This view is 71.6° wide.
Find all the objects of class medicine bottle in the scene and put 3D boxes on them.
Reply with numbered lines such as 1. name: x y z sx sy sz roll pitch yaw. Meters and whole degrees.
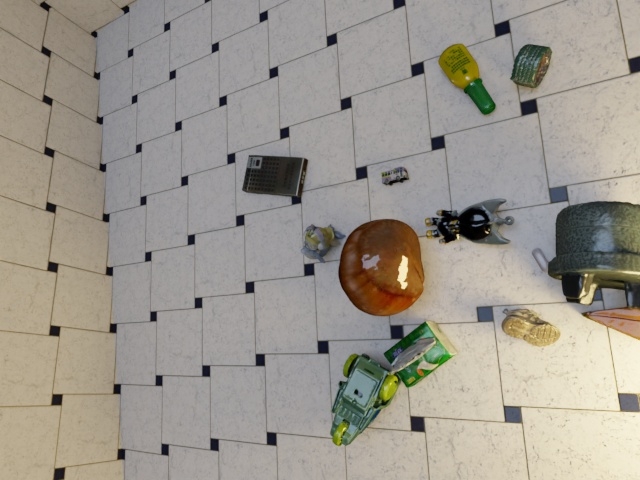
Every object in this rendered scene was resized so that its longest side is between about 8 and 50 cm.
1. medicine bottle: 0.551 -0.599 1.651 0.111 0.076 0.309 -34 67 24

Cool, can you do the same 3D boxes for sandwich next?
1. sandwich: 0.898 0.202 1.308 0.187 0.117 0.144 26 93 32

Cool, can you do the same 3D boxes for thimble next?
1. thimble: 0.726 -0.601 1.528 0.090 0.118 0.135 29 113 35

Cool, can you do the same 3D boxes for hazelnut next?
1. hazelnut: 0.212 0.097 1.625 0.372 0.315 0.373 -39 43 49

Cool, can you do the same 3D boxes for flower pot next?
1. flower pot: 0.834 0.057 1.288 0.298 0.299 0.283 3 75 30

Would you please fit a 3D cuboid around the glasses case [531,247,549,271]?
1. glasses case: 0.735 0.065 1.475 0.032 0.021 0.083 -31 68 20

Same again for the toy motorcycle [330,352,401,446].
1. toy motorcycle: 0.153 0.600 1.644 0.191 0.200 0.327 24 84 31

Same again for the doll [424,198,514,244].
1. doll: 0.522 -0.052 1.571 0.316 0.103 0.146 -5 69 37

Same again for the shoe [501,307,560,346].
1. shoe: 0.677 0.276 1.442 0.179 0.092 0.089 15 117 8

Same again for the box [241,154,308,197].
1. box: -0.217 -0.302 2.067 0.324 0.047 0.181 9 87 31

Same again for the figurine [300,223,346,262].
1. figurine: 0.000 0.000 1.831 0.208 0.184 0.128 -37 58 -27

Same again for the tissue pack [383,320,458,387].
1. tissue pack: 0.346 0.403 1.573 0.209 0.156 0.148 -43 62 19

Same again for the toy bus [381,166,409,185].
1. toy bus: 0.296 -0.257 1.762 0.102 0.052 0.058 -13 77 30
